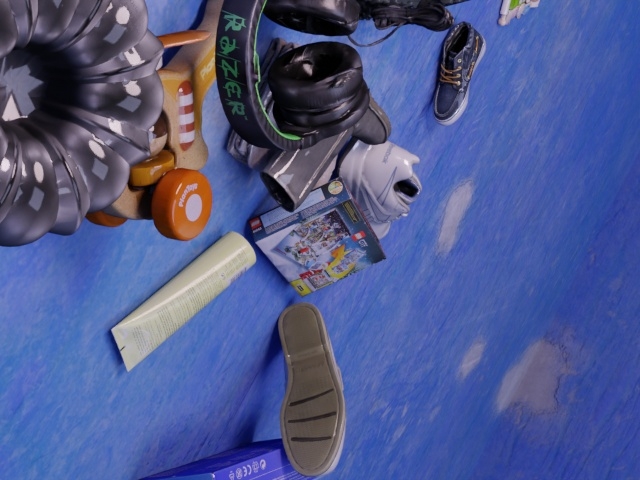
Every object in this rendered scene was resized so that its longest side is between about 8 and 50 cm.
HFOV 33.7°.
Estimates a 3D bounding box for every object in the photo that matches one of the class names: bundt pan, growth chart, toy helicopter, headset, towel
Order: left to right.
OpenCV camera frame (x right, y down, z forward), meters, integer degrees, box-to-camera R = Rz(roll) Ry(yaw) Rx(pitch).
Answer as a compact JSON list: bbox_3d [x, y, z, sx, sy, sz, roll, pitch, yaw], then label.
[{"bbox_3d":[-0.277,-0.140,0.967,0.331,0.124,0.331,-19,118,-40],"label":"bundt pan"},{"bbox_3d":[-0.176,-0.187,1.241,0.355,0.140,0.235,-61,146,-31],"label":"toy helicopter"},{"bbox_3d":[-0.027,-0.175,1.563,0.282,0.049,0.187,16,100,-63],"label":"towel"},{"bbox_3d":[0.020,-0.252,1.343,0.394,0.185,0.243,-35,129,-55],"label":"headset"},{"bbox_3d":[0.424,-0.525,2.100,0.237,0.021,0.172,-36,143,-42],"label":"growth chart"}]

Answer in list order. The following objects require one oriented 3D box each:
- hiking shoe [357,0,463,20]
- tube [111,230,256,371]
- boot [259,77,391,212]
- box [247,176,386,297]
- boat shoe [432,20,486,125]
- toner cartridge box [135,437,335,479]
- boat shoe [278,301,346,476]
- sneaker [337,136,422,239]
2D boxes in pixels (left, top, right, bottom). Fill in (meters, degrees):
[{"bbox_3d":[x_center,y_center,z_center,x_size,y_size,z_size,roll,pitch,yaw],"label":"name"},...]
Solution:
[{"bbox_3d":[0.123,-0.411,1.600,0.304,0.113,0.132,-20,100,-46],"label":"hiking shoe"},{"bbox_3d":[-0.193,0.078,1.483,0.240,0.062,0.070,-43,103,-27],"label":"tube"},{"bbox_3d":[0.010,-0.127,1.538,0.189,0.076,0.208,48,63,-49],"label":"boot"},{"bbox_3d":[0.000,0.000,1.673,0.159,0.044,0.233,-25,151,5],"label":"box"},{"bbox_3d":[0.239,-0.304,1.919,0.083,0.065,0.183,26,84,-61],"label":"boat shoe"},{"bbox_3d":[-0.133,0.385,1.720,0.348,0.165,0.075,-2,79,-60],"label":"toner cartridge box"},{"bbox_3d":[-0.007,0.256,1.763,0.103,0.113,0.302,64,20,-56],"label":"boat shoe"},{"bbox_3d":[0.102,-0.071,1.774,0.111,0.129,0.297,-63,165,-21],"label":"sneaker"}]
